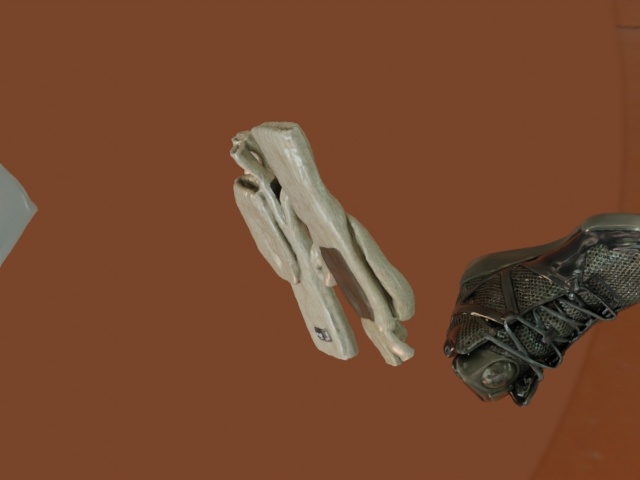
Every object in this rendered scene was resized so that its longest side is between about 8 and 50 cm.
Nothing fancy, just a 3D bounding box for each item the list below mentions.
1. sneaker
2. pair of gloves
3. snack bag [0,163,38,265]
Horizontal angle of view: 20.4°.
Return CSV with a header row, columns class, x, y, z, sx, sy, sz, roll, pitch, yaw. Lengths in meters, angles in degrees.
class,x,y,z,sx,sy,sz,roll,pitch,yaw
sneaker,0.178,0.057,1.321,0.087,0.227,0.130,43,52,-25
pair of gloves,0.000,0.000,1.354,0.042,0.240,0.204,-32,97,-14
snack bag,-0.389,-0.032,1.297,0.342,0.037,0.323,49,43,-24
